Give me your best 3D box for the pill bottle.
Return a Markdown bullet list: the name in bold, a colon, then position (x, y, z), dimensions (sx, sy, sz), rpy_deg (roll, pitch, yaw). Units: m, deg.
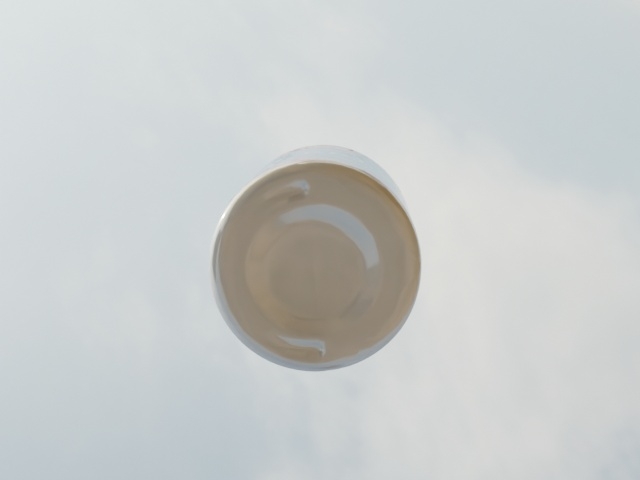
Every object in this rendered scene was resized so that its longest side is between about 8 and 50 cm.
- **pill bottle**: position (0.000, 0.000, 0.718), dimensions (0.124, 0.124, 0.221), rpy_deg (32, -172, -4)
